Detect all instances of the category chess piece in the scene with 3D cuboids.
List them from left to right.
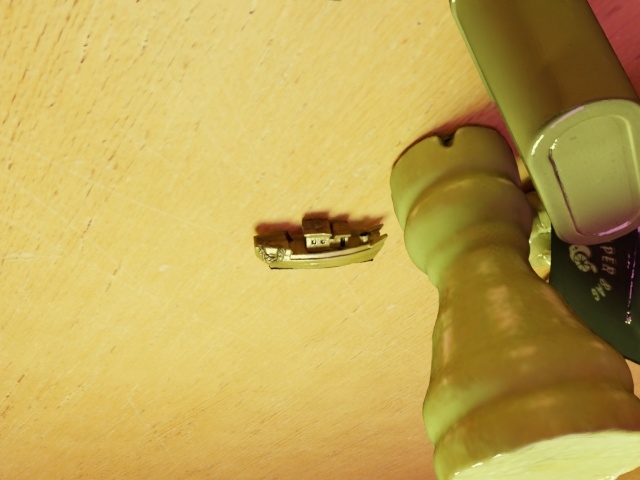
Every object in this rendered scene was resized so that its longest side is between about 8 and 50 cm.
[{"bbox_3d":[0.204,0.070,0.774,0.234,0.442,0.234,-6,143,-5],"label":"chess piece"}]

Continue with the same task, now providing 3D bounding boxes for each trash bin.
[{"bbox_3d":[0.234,-0.150,0.633,0.121,0.247,0.243,-23,142,19],"label":"trash bin"}]

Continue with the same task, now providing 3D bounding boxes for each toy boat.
[{"bbox_3d":[0.000,0.000,0.977,0.206,0.064,0.072,-6,128,-5],"label":"toy boat"}]

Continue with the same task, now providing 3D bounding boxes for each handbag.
[{"bbox_3d":[0.411,0.024,0.786,0.152,0.288,0.342,-17,116,-16],"label":"handbag"}]

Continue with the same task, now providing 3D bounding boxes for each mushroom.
[{"bbox_3d":[0.335,-0.016,0.971,0.148,0.112,0.148,1,151,1],"label":"mushroom"}]

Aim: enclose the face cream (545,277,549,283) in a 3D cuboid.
[{"bbox_3d":[0.506,0.070,1.104,0.145,0.145,0.370,5,143,-18],"label":"face cream"}]
